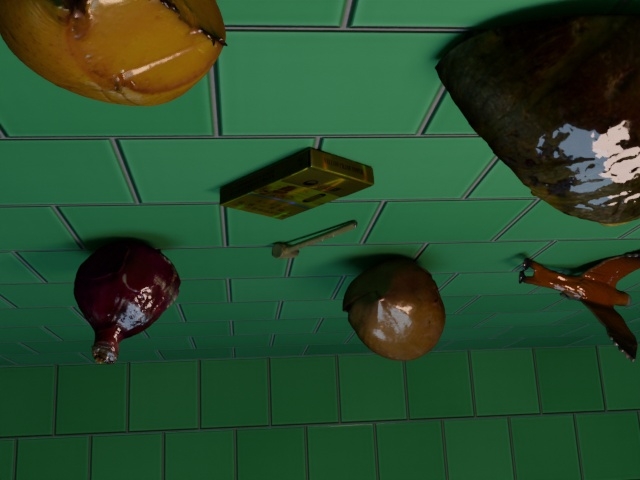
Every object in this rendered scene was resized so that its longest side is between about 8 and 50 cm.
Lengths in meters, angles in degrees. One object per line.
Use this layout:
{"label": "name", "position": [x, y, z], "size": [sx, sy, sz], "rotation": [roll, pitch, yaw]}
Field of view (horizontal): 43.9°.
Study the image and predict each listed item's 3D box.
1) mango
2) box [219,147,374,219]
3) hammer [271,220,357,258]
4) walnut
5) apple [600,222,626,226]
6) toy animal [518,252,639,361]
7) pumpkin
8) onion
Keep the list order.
{"label": "mango", "position": [-0.154, -0.169, 0.590], "size": [0.154, 0.126, 0.252], "rotation": [-15, 171, 0]}
{"label": "box", "position": [-0.035, -0.075, 1.111], "size": [0.121, 0.030, 0.193], "rotation": [12, 159, -42]}
{"label": "hammer", "position": [0.000, 0.000, 1.392], "size": [0.195, 0.028, 0.060], "rotation": [-19, 163, 42]}
{"label": "walnut", "position": [0.153, 0.135, 1.585], "size": [0.203, 0.203, 0.298], "rotation": [-6, 165, 11]}
{"label": "apple", "position": [0.438, -0.058, 1.172], "size": [0.084, 0.071, 0.084], "rotation": [-3, 165, -1]}
{"label": "toy animal", "position": [0.546, 0.111, 1.706], "size": [0.284, 0.225, 0.302], "rotation": [15, 177, 6]}
{"label": "pumpkin", "position": [0.280, -0.115, 0.763], "size": [0.312, 0.169, 0.148], "rotation": [0, 166, -10]}
{"label": "onion", "position": [-0.351, 0.105, 1.361], "size": [0.195, 0.218, 0.140], "rotation": [-6, 138, 34]}
